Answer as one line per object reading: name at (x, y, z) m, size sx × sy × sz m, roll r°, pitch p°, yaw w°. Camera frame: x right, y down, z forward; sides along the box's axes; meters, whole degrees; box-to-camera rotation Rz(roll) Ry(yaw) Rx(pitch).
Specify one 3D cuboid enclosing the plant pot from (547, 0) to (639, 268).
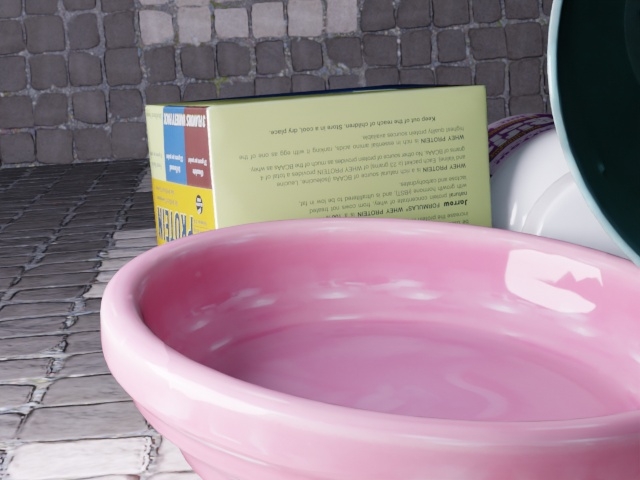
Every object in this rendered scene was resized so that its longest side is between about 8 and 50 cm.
plant pot at (0.271, -0.116, 0.750) m, size 0.293 × 0.293 × 0.235 m, roll -2°, pitch 13°, yaw 8°

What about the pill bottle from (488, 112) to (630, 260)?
pill bottle at (0.186, -0.007, 1.008) m, size 0.169 × 0.169 × 0.301 m, roll -4°, pitch 8°, yaw -3°

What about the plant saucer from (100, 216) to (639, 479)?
plant saucer at (0.052, 0.069, 0.704) m, size 0.332 × 0.084 × 0.332 m, roll 3°, pitch 15°, yaw -1°

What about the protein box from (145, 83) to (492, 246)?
protein box at (0.000, 0.000, 0.925) m, size 0.199 × 0.201 × 0.136 m, roll -7°, pitch 9°, yaw -23°
